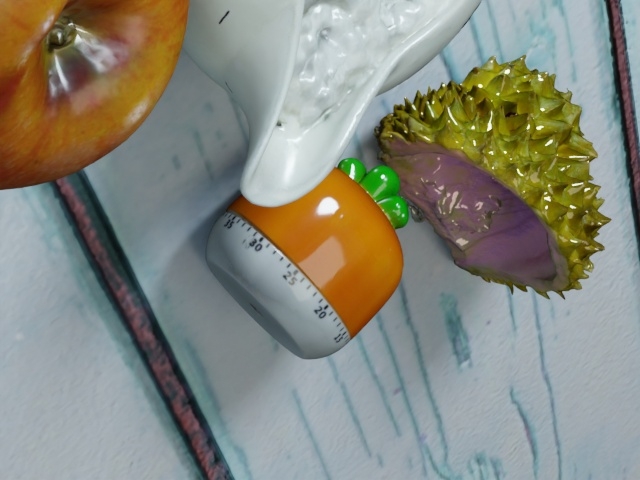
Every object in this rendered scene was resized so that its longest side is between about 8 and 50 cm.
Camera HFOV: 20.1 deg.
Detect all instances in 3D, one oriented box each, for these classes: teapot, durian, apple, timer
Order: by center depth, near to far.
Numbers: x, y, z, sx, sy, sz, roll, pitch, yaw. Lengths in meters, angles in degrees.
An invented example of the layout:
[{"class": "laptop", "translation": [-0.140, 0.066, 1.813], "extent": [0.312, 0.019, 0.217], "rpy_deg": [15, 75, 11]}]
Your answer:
[{"class": "apple", "translation": [-0.147, -0.119, 0.777], "extent": [0.209, 0.164, 0.209], "rpy_deg": [-29, 141, -28]}, {"class": "teapot", "translation": [0.029, -0.174, 0.924], "extent": [0.299, 0.166, 0.208], "rpy_deg": [-47, 132, 14]}, {"class": "timer", "translation": [0.000, 0.000, 1.090], "extent": [0.136, 0.099, 0.136], "rpy_deg": [-42, 150, -30]}, {"class": "durian", "translation": [0.117, -0.034, 1.172], "extent": [0.132, 0.165, 0.182], "rpy_deg": [-18, 116, 8]}]
